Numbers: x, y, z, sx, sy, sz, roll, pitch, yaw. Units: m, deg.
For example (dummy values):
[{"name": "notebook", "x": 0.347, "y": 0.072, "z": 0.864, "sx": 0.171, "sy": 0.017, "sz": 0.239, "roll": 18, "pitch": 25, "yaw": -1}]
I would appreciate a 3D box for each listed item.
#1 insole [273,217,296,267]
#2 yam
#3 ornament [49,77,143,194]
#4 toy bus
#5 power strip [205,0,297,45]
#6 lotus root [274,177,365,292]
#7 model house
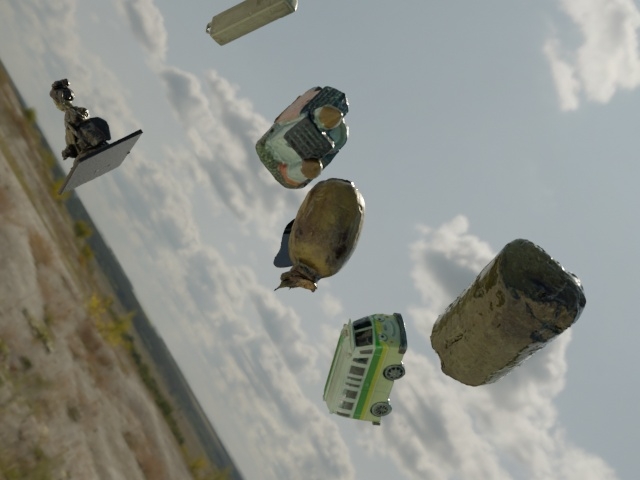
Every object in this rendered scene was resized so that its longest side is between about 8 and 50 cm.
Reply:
[{"name": "insole", "x": -0.055, "y": -0.005, "z": 1.940, "sx": 0.253, "sy": 0.086, "sz": 0.005, "roll": -66, "pitch": 147, "yaw": -57}, {"name": "yam", "x": 0.354, "y": 0.139, "z": 1.601, "sx": 0.195, "sy": 0.195, "sz": 0.300, "roll": 56, "pitch": -37, "yaw": 18}, {"name": "ornament", "x": -0.482, "y": -0.222, "z": 1.645, "sx": 0.196, "sy": 0.153, "sz": 0.166, "roll": 55, "pitch": -39, "yaw": 2}, {"name": "toy bus", "x": 0.108, "y": 0.308, "z": 2.048, "sx": 0.134, "sy": 0.164, "sz": 0.276, "roll": -96, "pitch": -164, "yaw": -54}, {"name": "power strip", "x": -0.168, "y": -0.560, "z": 2.089, "sx": 0.052, "sy": 0.272, "sz": 0.078, "roll": 38, "pitch": 46, "yaw": -43}, {"name": "lotus root", "x": 0.002, "y": 0.001, "z": 1.734, "sx": 0.154, "sy": 0.278, "sz": 0.154, "roll": 22, "pitch": -17, "yaw": 7}, {"name": "model house", "x": -0.004, "y": -0.267, "z": 2.127, "sx": 0.184, "sy": 0.253, "sz": 0.291, "roll": 49, "pitch": -19, "yaw": -13}]
